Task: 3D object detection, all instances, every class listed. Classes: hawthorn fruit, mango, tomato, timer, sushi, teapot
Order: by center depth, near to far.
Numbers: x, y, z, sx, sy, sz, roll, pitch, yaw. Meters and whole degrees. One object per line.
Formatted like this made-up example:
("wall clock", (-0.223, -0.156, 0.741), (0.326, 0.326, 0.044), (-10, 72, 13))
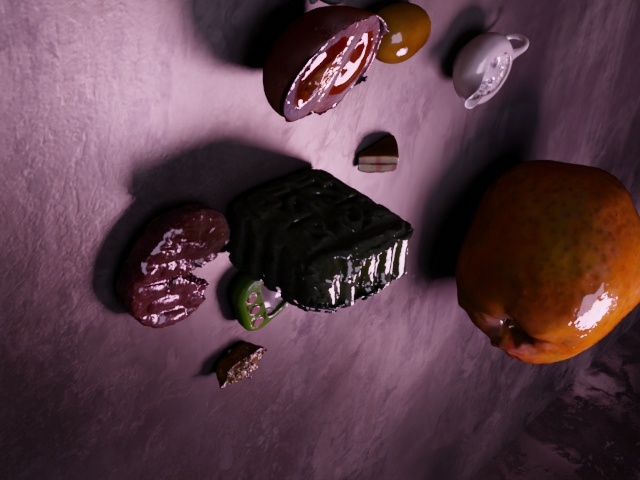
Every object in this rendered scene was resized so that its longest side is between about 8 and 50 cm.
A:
("tomato", (-0.006, -0.289, 1.653), (0.199, 0.112, 0.228), (-54, 164, 28))
("mango", (0.140, -0.352, 1.850), (0.184, 0.085, 0.102), (-19, 135, -55))
("timer", (-0.104, 0.093, 1.968), (0.128, 0.047, 0.140), (-40, 147, -23))
("sushi", (-0.149, 0.232, 2.026), (0.118, 0.060, 0.061), (-45, 154, -16))
("teapot", (0.319, -0.341, 2.116), (0.226, 0.092, 0.145), (-43, 151, -23))
("hawthorn fruit", (0.510, 0.055, 2.479), (0.472, 0.472, 0.471), (-36, 145, -31))

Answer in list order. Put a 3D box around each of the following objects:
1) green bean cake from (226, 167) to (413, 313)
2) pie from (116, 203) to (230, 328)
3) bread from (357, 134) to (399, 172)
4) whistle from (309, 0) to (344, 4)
("green bean cake", (0.000, 0.000, 1.825), (0.241, 0.255, 0.132), (-22, 134, -39))
("pie", (-0.231, 0.039, 1.724), (0.218, 0.054, 0.204), (-59, 151, 10))
("bread", (0.122, -0.156, 2.042), (0.109, 0.062, 0.043), (-36, 144, -37))
("whistle", (0.055, -0.454, 1.646), (0.258, 0.067, 0.126), (-52, 164, -16))
